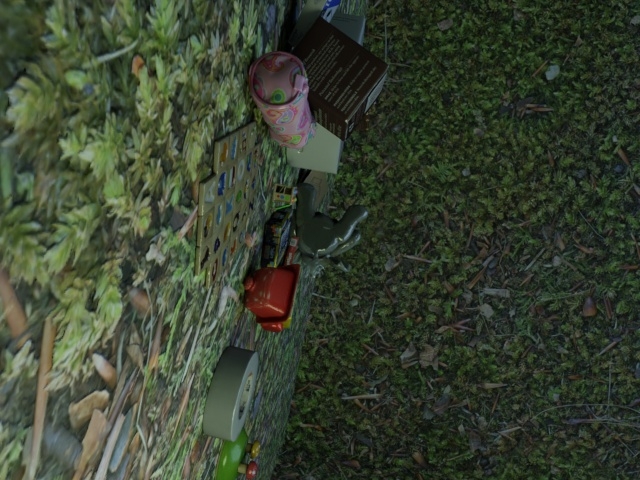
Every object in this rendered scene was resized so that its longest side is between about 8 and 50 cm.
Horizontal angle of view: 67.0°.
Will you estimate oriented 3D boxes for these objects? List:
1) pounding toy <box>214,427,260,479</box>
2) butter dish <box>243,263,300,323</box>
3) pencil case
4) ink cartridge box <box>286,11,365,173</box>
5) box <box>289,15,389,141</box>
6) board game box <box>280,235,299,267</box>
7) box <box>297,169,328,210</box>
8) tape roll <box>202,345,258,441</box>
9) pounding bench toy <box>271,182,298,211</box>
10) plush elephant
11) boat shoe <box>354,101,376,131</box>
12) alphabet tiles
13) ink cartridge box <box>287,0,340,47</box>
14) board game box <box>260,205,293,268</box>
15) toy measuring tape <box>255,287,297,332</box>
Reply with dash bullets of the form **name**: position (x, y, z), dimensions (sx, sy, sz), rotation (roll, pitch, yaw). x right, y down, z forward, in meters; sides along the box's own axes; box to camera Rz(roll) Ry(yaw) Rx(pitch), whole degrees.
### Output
- **pounding toy**: position (-0.234, 0.662, 1.467), dimensions (0.237, 0.110, 0.183), rotation (94, 10, -57)
- **butter dish**: position (-0.145, 0.127, 1.255), dimensions (0.160, 0.118, 0.160), rotation (-13, -121, 49)
- **pencil case**: position (-0.072, -0.287, 1.035), dimensions (0.284, 0.124, 0.124), rotation (61, 41, -82)
- **ink cartridge box**: position (0.017, -0.435, 1.448), dimensions (0.279, 0.160, 0.385), rotation (93, 10, -67)
- **box**: position (0.029, -0.378, 1.160), dimensions (0.167, 0.203, 0.168), rotation (-54, 177, -3)
- **board game box**: position (-0.122, 0.102, 1.626), dimensions (0.281, 0.027, 0.145), rotation (117, -11, -65)
- **box**: position (-0.029, -0.200, 1.855), dimensions (0.164, 0.021, 0.201), rotation (-60, 157, -22)
- **tape roll**: position (-0.218, 0.378, 1.201), dimensions (0.219, 0.072, 0.219), rotation (12, 90, -85)
- **pounding bench toy**: position (-0.102, -0.118, 1.389), dimensions (0.052, 0.065, 0.083), rotation (-48, 150, -81)
- **plush elephant**: position (0.000, 0.000, 1.762), dimensions (0.255, 0.271, 0.330), rotation (108, -3, -77)
- **boat shoe**: position (0.137, -0.432, 1.487), dimensions (0.073, 0.073, 0.207), rotation (-74, 174, -46)
- **alphabet tiles**: position (-0.176, -0.079, 0.962), dimensions (0.342, 0.011, 0.285), rotation (-68, 169, -66)
- **ink cartridge box**: position (0.003, -0.552, 1.138), dimensions (0.207, 0.046, 0.097), rotation (-53, 178, 40)
- **board game box**: position (-0.129, -0.009, 1.447), dimensions (0.170, 0.048, 0.141), rotation (-68, 171, -67)
- **toy measuring tape**: position (-0.134, 0.193, 1.423), dimensions (0.330, 0.121, 0.121), rotation (104, 0, -64)
